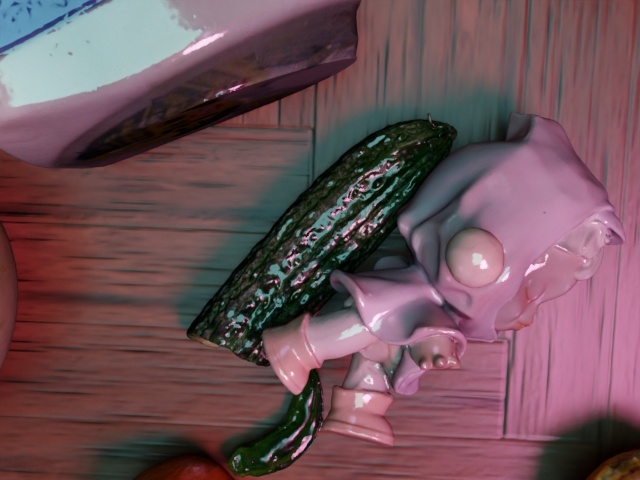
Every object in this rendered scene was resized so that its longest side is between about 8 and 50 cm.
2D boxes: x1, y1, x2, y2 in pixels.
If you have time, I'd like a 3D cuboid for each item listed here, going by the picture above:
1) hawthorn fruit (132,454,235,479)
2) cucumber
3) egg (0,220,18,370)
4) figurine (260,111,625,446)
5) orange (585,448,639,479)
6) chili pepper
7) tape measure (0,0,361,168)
[{"bbox_3d":[-0.107,0.236,0.699,0.125,0.140,0.125,6,73,-20],"label":"hawthorn fruit"},{"bbox_3d":[-0.001,-0.001,0.688,0.077,0.077,0.265,40,96,-2],"label":"cucumber"},{"bbox_3d":[-0.343,0.069,0.639,0.218,0.218,0.296,23,106,0],"label":"egg"},{"bbox_3d":[0.090,0.027,0.634,0.276,0.200,0.133,-40,68,0],"label":"figurine"},{"bbox_3d":[0.256,0.245,0.684,0.170,0.112,0.160,-35,83,-17],"label":"orange"},{"bbox_3d":[-0.027,0.155,0.725,0.055,0.035,0.118,30,102,-18],"label":"chili pepper"},{"bbox_3d":[-0.104,-0.144,0.586,0.262,0.259,0.138,-20,96,1],"label":"tape measure"}]
